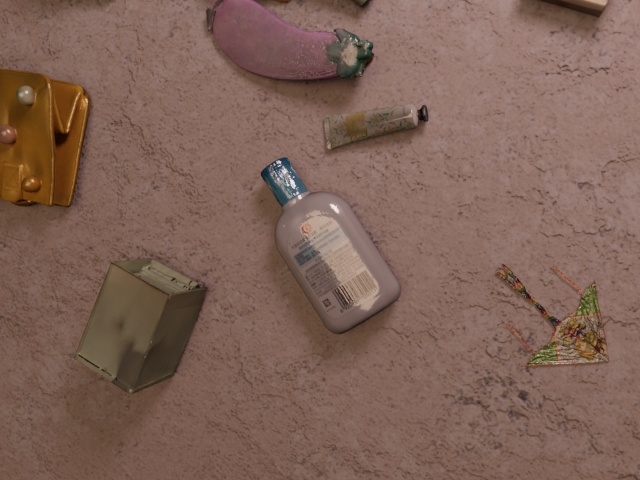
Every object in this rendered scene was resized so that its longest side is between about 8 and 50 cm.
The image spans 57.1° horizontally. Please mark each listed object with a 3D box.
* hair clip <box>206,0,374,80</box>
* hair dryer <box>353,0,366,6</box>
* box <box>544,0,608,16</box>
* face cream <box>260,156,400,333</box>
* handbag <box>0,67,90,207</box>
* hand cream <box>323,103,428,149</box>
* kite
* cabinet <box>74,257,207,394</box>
[{"bbox_3d":[-0.067,-0.365,1.095,0.359,0.110,0.095,18,58,17],"label":"hair clip"},{"bbox_3d":[0.063,-0.550,1.048,0.267,0.092,0.229,-33,99,-3],"label":"hair dryer"},{"bbox_3d":[0.435,-0.489,0.961,0.141,0.058,0.201,23,98,12],"label":"box"},{"bbox_3d":[0.000,0.000,1.092,0.163,0.080,0.336,-34,85,15],"label":"face cream"},{"bbox_3d":[-0.699,-0.222,1.242,0.401,0.133,0.282,11,101,14],"label":"handbag"},{"bbox_3d":[0.098,-0.215,1.075,0.195,0.042,0.067,-8,93,19],"label":"hand cream"},{"bbox_3d":[0.403,0.136,1.035,0.244,0.006,0.198,40,102,8],"label":"kite"},{"bbox_3d":[-0.346,0.159,1.154,0.145,0.150,0.206,26,99,17],"label":"cabinet"}]
